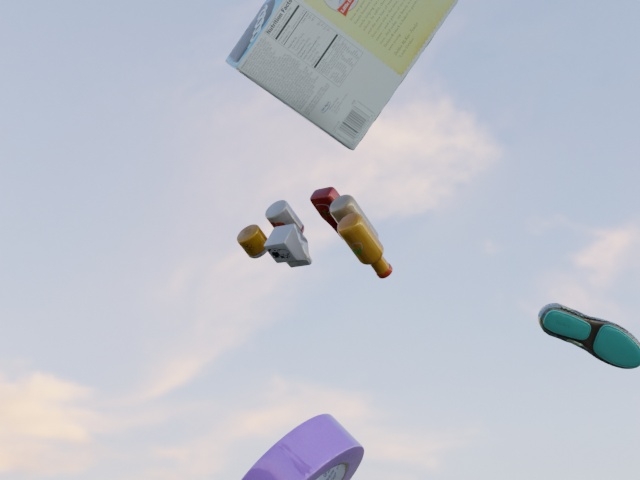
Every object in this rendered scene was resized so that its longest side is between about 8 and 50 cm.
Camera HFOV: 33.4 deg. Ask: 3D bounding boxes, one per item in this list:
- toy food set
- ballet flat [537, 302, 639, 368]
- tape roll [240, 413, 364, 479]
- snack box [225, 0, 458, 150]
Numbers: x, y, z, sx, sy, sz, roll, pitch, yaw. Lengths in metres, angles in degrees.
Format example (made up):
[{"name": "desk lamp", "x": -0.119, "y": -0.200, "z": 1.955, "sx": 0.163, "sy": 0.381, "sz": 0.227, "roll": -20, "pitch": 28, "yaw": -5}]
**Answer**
[{"name": "toy food set", "x": 0.000, "y": 0.000, "z": 1.534, "sx": 0.232, "sy": 0.111, "sz": 0.104, "roll": -10, "pitch": -51, "yaw": 38}, {"name": "ballet flat", "x": 0.441, "y": 0.151, "z": 1.748, "sx": 0.188, "sy": 0.070, "sz": 0.070, "roll": 28, "pitch": -31, "yaw": -5}, {"name": "tape roll", "x": -0.047, "y": 0.447, "z": 1.954, "sx": 0.275, "sy": 0.090, "sz": 0.275, "roll": -39, "pitch": -25, "yaw": -21}, {"name": "snack box", "x": 0.054, "y": -0.292, "z": 1.281, "sx": 0.187, "sy": 0.322, "sz": 0.060, "roll": 33, "pitch": 5, "yaw": -26}]
